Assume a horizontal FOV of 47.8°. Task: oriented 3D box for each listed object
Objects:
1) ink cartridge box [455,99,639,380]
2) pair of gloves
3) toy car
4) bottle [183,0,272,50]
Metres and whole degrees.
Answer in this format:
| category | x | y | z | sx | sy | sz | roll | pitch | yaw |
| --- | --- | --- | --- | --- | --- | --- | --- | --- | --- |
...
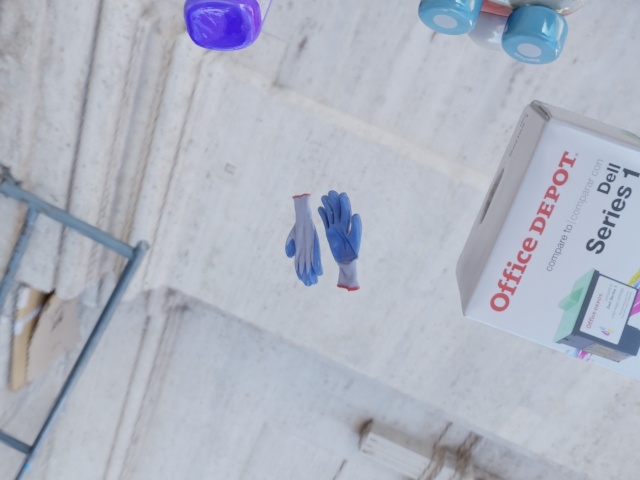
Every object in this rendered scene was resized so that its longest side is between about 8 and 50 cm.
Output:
| category | x | y | z | sx | sy | sz | roll | pitch | yaw |
| --- | --- | --- | --- | --- | --- | --- | --- | --- | --- |
| ink cartridge box | 0.292 | 0.013 | 0.674 | 0.117 | 0.278 | 0.201 | -65 | 174 | -70 |
| pair of gloves | 0.000 | 0.000 | 1.152 | 0.198 | 0.023 | 0.159 | 2 | -80 | 53 |
| toy car | 0.227 | -0.327 | 0.952 | 0.238 | 0.210 | 0.219 | 110 | -2 | -79 |
| bottle | -0.127 | -0.407 | 1.133 | 0.092 | 0.118 | 0.283 | 85 | 13 | -46 |
